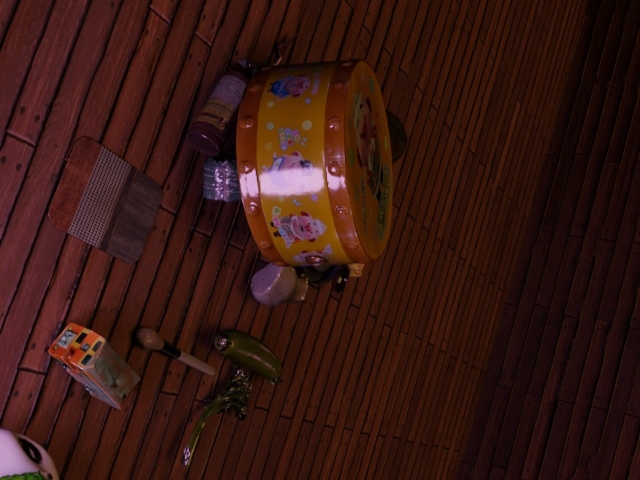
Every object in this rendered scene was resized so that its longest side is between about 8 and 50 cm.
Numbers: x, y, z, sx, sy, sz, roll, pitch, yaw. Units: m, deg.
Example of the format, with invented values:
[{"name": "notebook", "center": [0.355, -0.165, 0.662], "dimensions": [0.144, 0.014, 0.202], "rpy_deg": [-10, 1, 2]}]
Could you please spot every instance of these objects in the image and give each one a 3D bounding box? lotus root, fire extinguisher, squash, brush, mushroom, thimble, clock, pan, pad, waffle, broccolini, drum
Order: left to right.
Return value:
[{"name": "pad", "center": [-0.330, -0.134, 1.515], "dimensions": [0.323, 0.055, 0.250], "rpy_deg": [-56, 147, -2]}, {"name": "brush", "center": [-0.289, 0.238, 1.737], "dimensions": [0.299, 0.039, 0.042], "rpy_deg": [48, 21, -56]}, {"name": "broccolini", "center": [-0.227, 0.402, 1.868], "dimensions": [0.271, 0.062, 0.123], "rpy_deg": [-55, 128, -42]}, {"name": "fire extinguisher", "center": [-0.181, -0.281, 1.707], "dimensions": [0.106, 0.075, 0.252], "rpy_deg": [103, 12, -65]}, {"name": "thimble", "center": [-0.174, -0.130, 1.714], "dimensions": [0.135, 0.118, 0.090], "rpy_deg": [-17, 111, -51]}, {"name": "squash", "center": [-0.162, 0.250, 1.902], "dimensions": [0.071, 0.080, 0.318], "rpy_deg": [-54, 148, -6]}, {"name": "mushroom", "center": [-0.088, 0.110, 1.959], "dimensions": [0.116, 0.093, 0.225], "rpy_deg": [-47, 152, -2]}, {"name": "clock", "center": [0.000, 0.000, 2.117], "dimensions": [0.226, 0.049, 0.226], "rpy_deg": [-29, 125, -53]}, {"name": "drum", "center": [0.003, -0.151, 1.714], "dimensions": [0.431, 0.214, 0.431], "rpy_deg": [-4, 90, -74]}, {"name": "pan", "center": [0.050, 0.078, 2.156], "dimensions": [0.068, 0.023, 0.115], "rpy_deg": [-35, 139, -56]}, {"name": "waffle", "center": [0.106, -0.005, 2.216], "dimensions": [0.160, 0.055, 0.211], "rpy_deg": [86, 18, -85]}, {"name": "lotus root", "center": [0.129, -0.262, 2.120], "dimensions": [0.275, 0.152, 0.160], "rpy_deg": [-5, 78, -72]}]

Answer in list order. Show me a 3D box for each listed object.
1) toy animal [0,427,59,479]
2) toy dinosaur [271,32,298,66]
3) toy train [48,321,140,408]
[{"name": "toy animal", "center": [-0.507, 0.395, 1.260], "dimensions": [0.267, 0.212, 0.212], "rpy_deg": [-16, 114, -52]}, {"name": "toy dinosaur", "center": [-0.092, -0.358, 1.853], "dimensions": [0.108, 0.032, 0.220], "rpy_deg": [42, 67, -59]}, {"name": "toy train", "center": [-0.392, 0.224, 1.495], "dimensions": [0.072, 0.099, 0.188], "rpy_deg": [-60, 144, -28]}]
